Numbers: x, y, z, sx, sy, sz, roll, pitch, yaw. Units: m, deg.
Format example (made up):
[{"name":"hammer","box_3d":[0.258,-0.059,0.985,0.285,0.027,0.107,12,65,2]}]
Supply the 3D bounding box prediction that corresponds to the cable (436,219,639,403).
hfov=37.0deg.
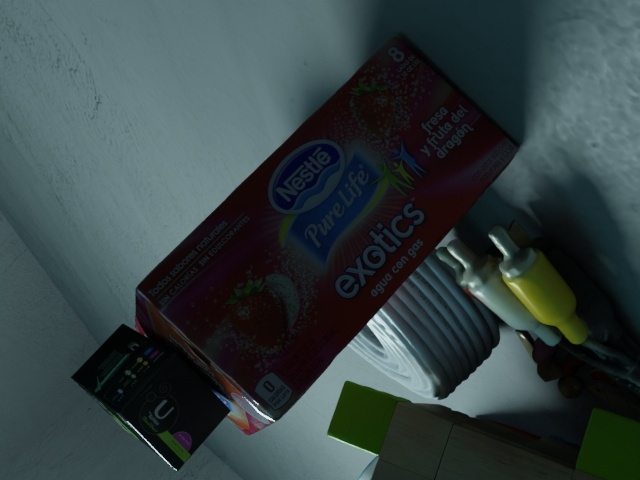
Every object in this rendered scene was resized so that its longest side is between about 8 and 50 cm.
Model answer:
[{"name":"cable","box_3d":[0.202,0.090,0.721,0.287,0.072,0.139,47,166,-5]}]

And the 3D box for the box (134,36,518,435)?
[{"name":"box","box_3d":[0.000,0.000,0.666,0.122,0.257,0.128,43,161,3]}]

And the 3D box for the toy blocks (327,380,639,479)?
[{"name":"toy blocks","box_3d":[0.215,0.234,0.820,0.381,0.190,0.261,17,177,22]}]

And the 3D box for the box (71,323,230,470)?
[{"name":"box","box_3d":[-0.111,0.099,0.619,0.083,0.052,0.062,15,148,53]}]

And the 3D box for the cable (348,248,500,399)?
[{"name":"cable","box_3d":[0.042,0.038,0.871,0.257,0.089,0.257,45,169,-7]}]

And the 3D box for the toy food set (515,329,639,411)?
[{"name":"toy food set","box_3d":[0.216,0.113,0.814,0.122,0.019,0.078,13,143,57]}]

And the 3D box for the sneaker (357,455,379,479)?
[{"name":"sneaker","box_3d":[0.172,0.425,1.382,0.208,0.127,0.319,33,167,35]}]
